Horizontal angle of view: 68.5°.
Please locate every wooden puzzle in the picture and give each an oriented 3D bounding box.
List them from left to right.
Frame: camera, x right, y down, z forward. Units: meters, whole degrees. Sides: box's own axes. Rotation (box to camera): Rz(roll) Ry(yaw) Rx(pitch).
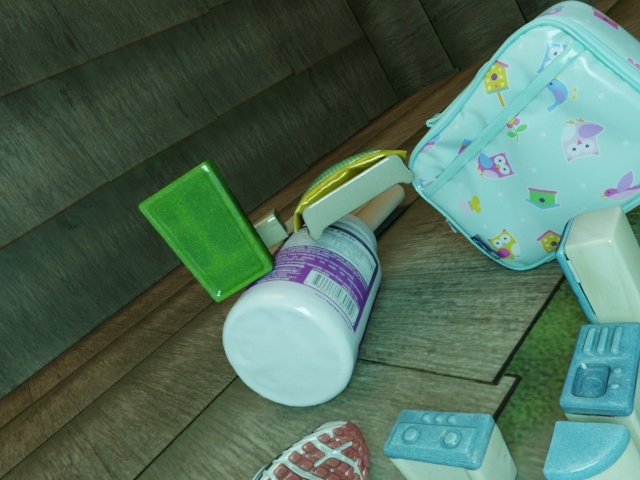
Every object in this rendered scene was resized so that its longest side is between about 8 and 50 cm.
[{"bbox_3d":[0.000,0.000,1.112,0.347,0.081,0.322,-9,28,48],"label":"wooden puzzle"}]

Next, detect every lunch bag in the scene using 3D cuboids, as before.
[{"bbox_3d":[0.238,-0.103,0.539,0.108,0.224,0.279,-47,-4,-39],"label":"lunch bag"}]

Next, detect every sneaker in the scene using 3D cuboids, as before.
[{"bbox_3d":[-0.056,0.237,0.414,0.225,0.088,0.092,-36,14,-13],"label":"sneaker"}]

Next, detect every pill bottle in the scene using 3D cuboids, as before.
[{"bbox_3d":[-0.004,0.073,0.679,0.169,0.169,0.301,-25,16,27],"label":"pill bottle"}]

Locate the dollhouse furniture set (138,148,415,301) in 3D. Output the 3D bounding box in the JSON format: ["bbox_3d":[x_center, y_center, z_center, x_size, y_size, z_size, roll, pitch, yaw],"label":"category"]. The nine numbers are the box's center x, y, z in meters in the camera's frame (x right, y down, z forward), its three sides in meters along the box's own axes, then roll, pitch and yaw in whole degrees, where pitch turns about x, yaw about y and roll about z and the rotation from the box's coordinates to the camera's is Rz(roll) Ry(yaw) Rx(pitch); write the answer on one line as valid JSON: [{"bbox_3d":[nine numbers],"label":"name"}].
[{"bbox_3d":[-0.049,-0.082,0.632,0.301,0.151,0.197,-31,14,6],"label":"dollhouse furniture set"}]

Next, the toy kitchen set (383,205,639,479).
[{"bbox_3d":[0.157,0.092,0.372,0.166,0.122,0.207,-17,21,46],"label":"toy kitchen set"}]
